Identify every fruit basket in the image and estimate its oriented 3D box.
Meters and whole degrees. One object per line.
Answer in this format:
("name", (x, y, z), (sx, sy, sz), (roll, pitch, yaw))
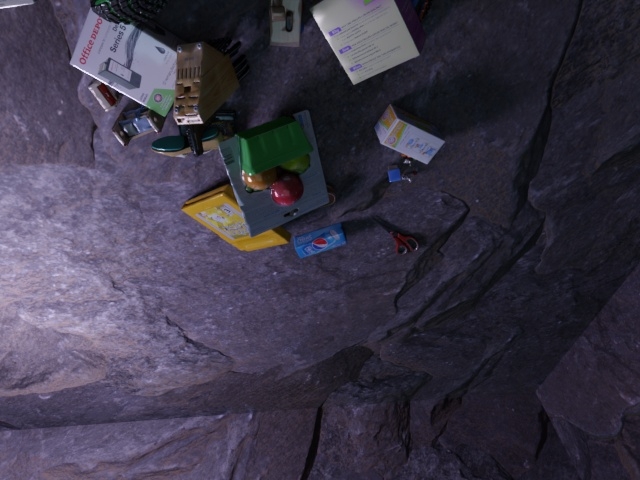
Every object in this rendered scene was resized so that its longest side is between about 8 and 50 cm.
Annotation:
("fruit basket", (-0.145, -0.222, 1.434), (0.327, 0.165, 0.352), (-27, 130, -18))

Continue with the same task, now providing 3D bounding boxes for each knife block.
("knife block", (-0.289, -0.438, 1.189), (0.088, 0.275, 0.242), (4, -179, 24))

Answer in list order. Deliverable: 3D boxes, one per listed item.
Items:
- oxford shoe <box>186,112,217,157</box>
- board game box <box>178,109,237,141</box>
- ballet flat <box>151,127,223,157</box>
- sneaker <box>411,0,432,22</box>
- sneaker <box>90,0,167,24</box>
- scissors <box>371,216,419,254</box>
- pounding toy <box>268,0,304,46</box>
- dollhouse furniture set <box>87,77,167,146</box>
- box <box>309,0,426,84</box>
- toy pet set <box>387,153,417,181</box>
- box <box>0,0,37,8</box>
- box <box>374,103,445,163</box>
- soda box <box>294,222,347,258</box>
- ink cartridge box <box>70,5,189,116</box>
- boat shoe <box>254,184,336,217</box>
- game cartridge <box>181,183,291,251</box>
("oxford shoe", (-0.365, -0.370, 1.308), (0.096, 0.083, 0.226), (-1, 97, -20))
("board game box", (-0.370, -0.369, 1.402), (0.187, 0.026, 0.126), (-1, 132, -7))
("ballet flat", (-0.428, -0.305, 1.384), (0.233, 0.080, 0.073), (-10, 144, 2))
("sneaker", (0.248, -0.632, 1.232), (0.083, 0.087, 0.221), (-26, 155, -30))
("sneaker", (-0.418, -0.663, 1.030), (0.344, 0.134, 0.146), (-41, 94, -4))
("scissors", (0.327, -0.033, 1.822), (0.109, 0.021, 0.297), (-28, 129, 19))
("pounding toy", (-0.085, -0.608, 1.108), (0.094, 0.206, 0.180), (0, 132, -9))
("dollhouse furniture set", (-0.576, -0.404, 1.269), (0.130, 0.128, 0.183), (-19, 132, 8))
("box", (0.133, -0.590, 1.152), (0.214, 0.117, 0.243), (-12, 132, 37))
("toy pet set", (0.307, -0.257, 1.571), (0.114, 0.065, 0.122), (-11, 142, 7))
("box", (-0.775, -0.705, 0.990), (0.113, 0.094, 0.275), (-9, 133, 1))
("box", (0.302, -0.363, 1.451), (0.203, 0.114, 0.103), (17, 128, -25))
("soda box", (0.000, 0.000, 1.763), (0.210, 0.071, 0.067), (-18, 132, 8))
("ink cartridge box", (-0.515, -0.514, 1.188), (0.273, 0.114, 0.198), (26, 123, -28))
("boat shoe", (-0.097, -0.134, 1.596), (0.325, 0.116, 0.123), (-9, 133, -1))
("game cartridge", (-0.313, -0.067, 1.585), (0.286, 0.052, 0.324), (-12, 138, 42))
